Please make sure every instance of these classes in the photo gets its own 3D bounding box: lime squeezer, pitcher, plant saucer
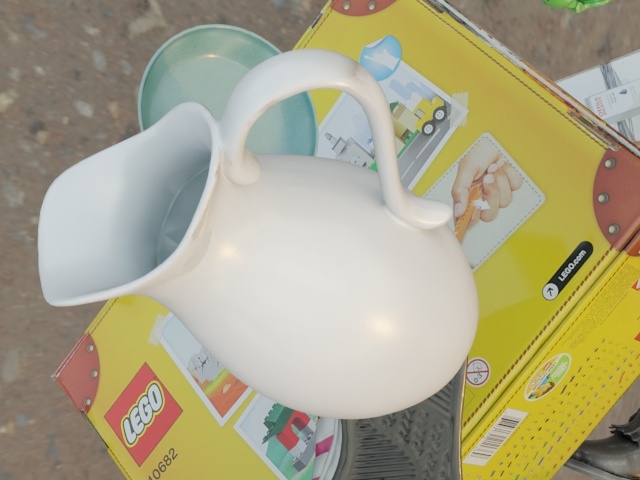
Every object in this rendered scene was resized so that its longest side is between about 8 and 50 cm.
[{"bbox_3d":[0.333,-0.344,1.646,0.059,0.310,0.110,14,97,56],"label":"lime squeezer"},{"bbox_3d":[0.000,0.000,0.614,0.177,0.207,0.125,-34,48,31],"label":"pitcher"},{"bbox_3d":[-0.057,-0.069,0.774,0.119,0.021,0.119,7,75,-29],"label":"plant saucer"}]

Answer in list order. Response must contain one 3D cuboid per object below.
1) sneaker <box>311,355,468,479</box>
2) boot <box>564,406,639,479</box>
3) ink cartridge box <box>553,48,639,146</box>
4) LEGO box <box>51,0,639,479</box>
[{"bbox_3d":[0.037,0.120,0.873,0.123,0.178,0.296,8,105,1],"label":"sneaker"},{"bbox_3d":[0.375,0.143,1.388,0.263,0.091,0.229,0,95,-20],"label":"boot"},{"bbox_3d":[0.464,-0.196,1.743,0.283,0.207,0.117,-18,84,40],"label":"ink cartridge box"},{"bbox_3d":[0.049,0.064,1.124,0.500,0.193,0.372,-52,55,12],"label":"LEGO box"}]
